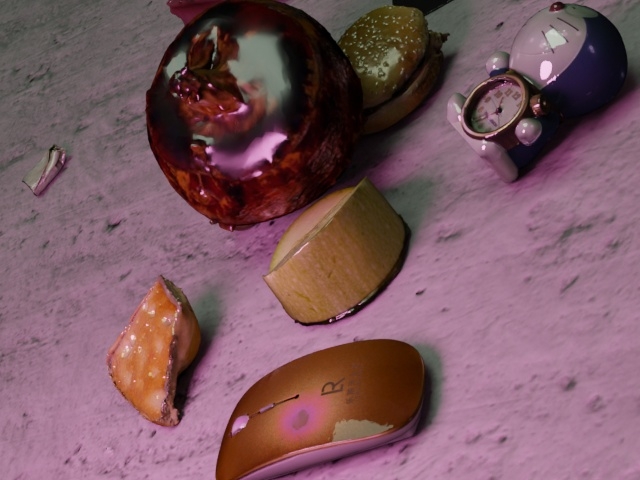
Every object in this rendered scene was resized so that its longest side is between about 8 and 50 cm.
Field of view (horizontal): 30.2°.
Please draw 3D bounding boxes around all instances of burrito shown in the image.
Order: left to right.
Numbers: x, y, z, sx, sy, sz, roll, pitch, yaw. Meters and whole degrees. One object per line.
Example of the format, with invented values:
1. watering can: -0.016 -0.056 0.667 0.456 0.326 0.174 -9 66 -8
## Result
1. burrito: -0.581 -0.152 2.513 0.118 0.044 0.074 -51 35 -10

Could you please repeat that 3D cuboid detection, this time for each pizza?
1. pizza: -0.221 0.174 1.727 0.188 0.080 0.204 -60 39 15

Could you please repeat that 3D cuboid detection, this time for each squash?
1. squash: 0.003 0.002 1.645 0.220 0.133 0.220 -34 29 21

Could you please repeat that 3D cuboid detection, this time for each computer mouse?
1. computer mouse: -0.011 0.213 1.454 0.310 0.072 0.158 -22 35 30

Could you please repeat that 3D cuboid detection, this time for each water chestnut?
1. water chestnut: -0.110 -0.191 1.727 0.350 0.302 0.351 -7 73 26

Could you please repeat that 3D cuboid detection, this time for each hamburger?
1. hamburger: 0.090 -0.265 1.863 0.189 0.122 0.215 4 56 48

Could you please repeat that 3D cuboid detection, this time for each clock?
1. clock: 0.287 -0.205 1.563 0.243 0.146 0.200 -43 37 7

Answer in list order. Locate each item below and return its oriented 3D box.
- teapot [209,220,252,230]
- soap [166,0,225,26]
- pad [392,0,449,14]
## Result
1. teapot: -0.123 -0.053 1.890 0.121 0.076 0.068 -16 41 -14
2. soap: -0.167 -0.533 2.468 0.289 0.112 0.182 1 54 46
3. pad: 0.229 -0.464 2.059 0.245 0.006 0.170 -27 36 23
